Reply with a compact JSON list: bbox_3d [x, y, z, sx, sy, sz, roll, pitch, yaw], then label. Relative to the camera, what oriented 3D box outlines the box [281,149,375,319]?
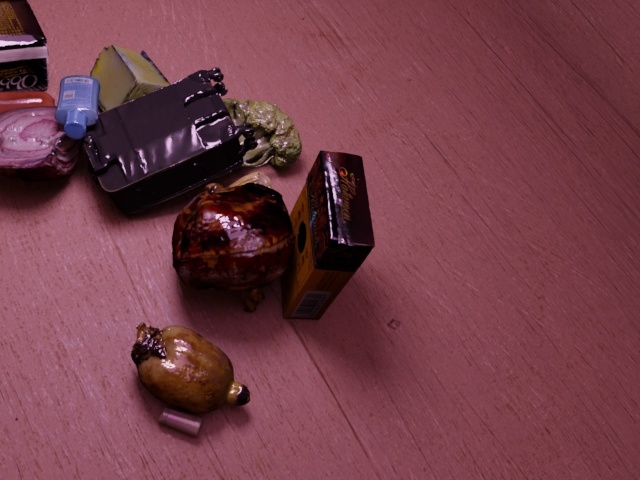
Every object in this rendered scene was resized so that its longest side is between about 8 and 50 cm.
[{"bbox_3d":[0.001,0.000,1.460,0.115,0.415,0.264,6,59,-17],"label":"box"}]

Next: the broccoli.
[{"bbox_3d":[-0.218,-0.327,1.720,0.302,0.186,0.254,-11,72,-31],"label":"broccoli"}]

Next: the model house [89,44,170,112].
[{"bbox_3d":[-0.548,-0.462,1.736,0.194,0.170,0.211,49,29,20],"label":"model house"}]

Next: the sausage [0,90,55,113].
[{"bbox_3d":[-0.838,-0.374,1.594,0.194,0.077,0.077,-9,64,-23],"label":"sausage"}]

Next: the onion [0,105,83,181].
[{"bbox_3d":[-0.763,-0.237,1.504,0.280,0.146,0.314,-1,43,4],"label":"onion"}]

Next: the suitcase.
[{"bbox_3d":[-0.416,-0.267,1.564,0.434,0.194,0.283,-26,67,-10],"label":"suitcase"}]

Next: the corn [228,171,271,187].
[{"bbox_3d":[-0.211,-0.137,1.615,0.085,0.165,0.063,39,40,-32],"label":"corn"}]

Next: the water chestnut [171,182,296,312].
[{"bbox_3d":[-0.218,0.032,1.463,0.335,0.347,0.335,-2,18,1],"label":"water chestnut"}]

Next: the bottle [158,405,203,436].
[{"bbox_3d":[-0.320,0.413,1.323,0.096,0.045,0.045,22,55,-5],"label":"bottle"}]

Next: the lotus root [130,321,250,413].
[{"bbox_3d":[-0.306,0.305,1.337,0.314,0.141,0.169,34,57,-9],"label":"lotus root"}]

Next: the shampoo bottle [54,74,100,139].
[{"bbox_3d":[-0.631,-0.349,1.500,0.103,0.061,0.258,-2,41,-16],"label":"shampoo bottle"}]

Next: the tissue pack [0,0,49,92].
[{"bbox_3d":[-0.951,-0.512,1.548,0.370,0.198,0.210,-18,73,-32],"label":"tissue pack"}]
